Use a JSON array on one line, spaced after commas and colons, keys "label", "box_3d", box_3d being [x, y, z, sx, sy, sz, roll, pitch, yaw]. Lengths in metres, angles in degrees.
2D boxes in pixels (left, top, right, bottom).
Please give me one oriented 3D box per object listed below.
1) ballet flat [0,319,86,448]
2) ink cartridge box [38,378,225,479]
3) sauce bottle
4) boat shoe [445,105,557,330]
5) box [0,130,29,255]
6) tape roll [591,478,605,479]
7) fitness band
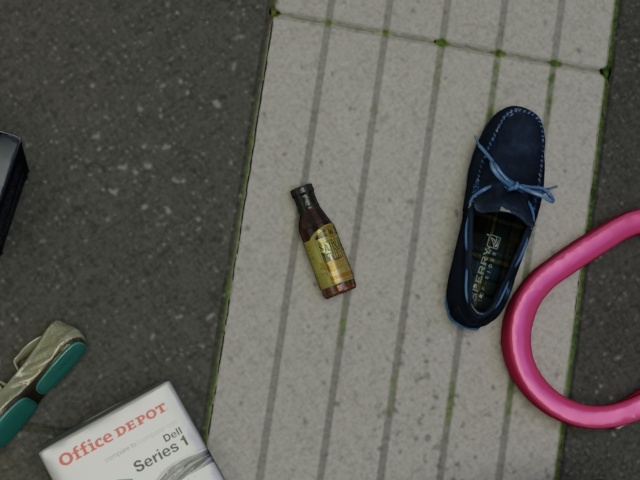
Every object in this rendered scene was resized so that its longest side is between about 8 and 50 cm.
[{"label": "ballet flat", "box_3d": [-0.320, 0.156, 1.615, 0.052, 0.057, 0.168, 36, 76, 25]}, {"label": "ink cartridge box", "box_3d": [-0.179, 0.277, 1.592, 0.160, 0.092, 0.219, -29, 89, -10]}, {"label": "sauce bottle", "box_3d": [0.000, 0.000, 1.669, 0.042, 0.042, 0.128, -22, 89, -9]}, {"label": "boat shoe", "box_3d": [0.210, -0.026, 1.675, 0.109, 0.089, 0.258, 9, 83, -7]}, {"label": "box", "box_3d": [-0.389, -0.062, 1.541, 0.153, 0.207, 0.108, 17, 82, -5]}, {"label": "tape roll", "box_3d": [0.285, 0.364, 1.580, 0.072, 0.219, 0.219, -10, 86, -10]}, {"label": "fitness band", "box_3d": [0.343, 0.089, 1.700, 0.291, 0.054, 0.209, -32, 89, -10]}]
